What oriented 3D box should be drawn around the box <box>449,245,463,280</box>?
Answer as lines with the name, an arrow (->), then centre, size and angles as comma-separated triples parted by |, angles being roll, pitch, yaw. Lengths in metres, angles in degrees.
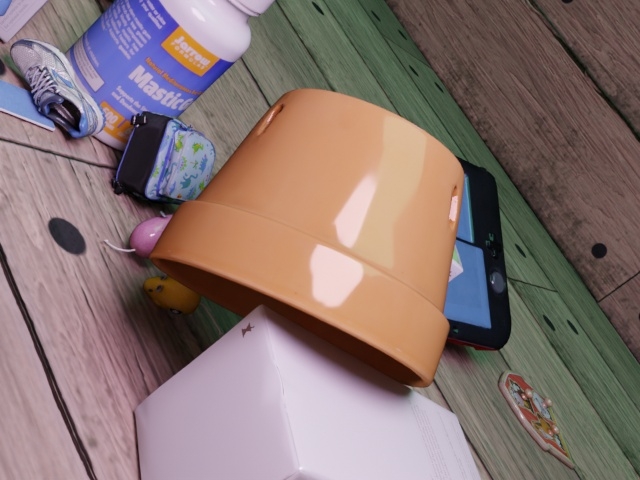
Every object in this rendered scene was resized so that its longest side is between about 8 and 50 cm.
box -> 0.000, 0.000, 1.181 | 0.262, 0.231, 0.127 | 40, 23, -30

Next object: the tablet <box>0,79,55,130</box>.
tablet -> -0.333, -0.152, 1.064 | 0.083, 0.006, 0.054 | 20, 36, -53

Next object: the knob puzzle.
knob puzzle -> 0.396, 0.308, 1.774 | 0.213, 0.030, 0.213 | 42, 22, -22

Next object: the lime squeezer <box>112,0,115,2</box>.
lime squeezer -> -0.286, -0.405, 1.478 | 0.058, 0.110, 0.310 | 34, -10, 0

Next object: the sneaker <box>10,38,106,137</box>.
sneaker -> -0.300, -0.170, 1.083 | 0.135, 0.052, 0.058 | 47, 25, -9

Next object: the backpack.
backpack -> -0.176, -0.091, 1.144 | 0.084, 0.105, 0.114 | 19, 3, 19

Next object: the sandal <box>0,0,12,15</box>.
sandal -> -0.332, -0.286, 0.949 | 0.126, 0.138, 0.317 | 40, 63, -25

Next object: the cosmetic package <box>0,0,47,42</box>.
cosmetic package -> -0.394, -0.390, 1.156 | 0.224, 0.138, 0.224 | 44, 21, -20

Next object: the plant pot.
plant pot -> 0.009, -0.010, 0.928 | 0.290, 0.204, 0.291 | 23, -12, 5

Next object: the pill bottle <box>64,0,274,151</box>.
pill bottle -> -0.181, -0.245, 1.160 | 0.152, 0.272, 0.152 | 42, 22, -22

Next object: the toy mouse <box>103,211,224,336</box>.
toy mouse -> -0.146, 0.006, 1.044 | 0.161, 0.031, 0.143 | 27, 62, -8

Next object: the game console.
game console -> 0.198, -0.001, 1.603 | 0.386, 0.060, 0.342 | 18, 67, -47

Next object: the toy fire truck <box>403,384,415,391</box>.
toy fire truck -> 0.062, 0.192, 1.116 | 0.192, 0.135, 0.047 | 31, 28, -42

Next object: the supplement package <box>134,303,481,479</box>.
supplement package -> 0.001, 0.223, 0.876 | 0.293, 0.175, 0.178 | 34, 26, -37
